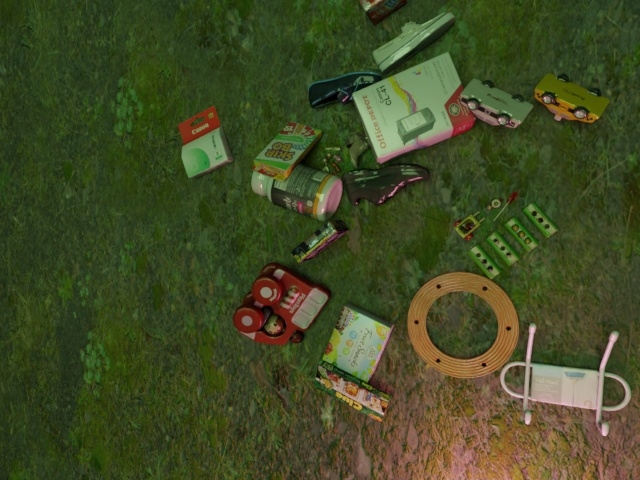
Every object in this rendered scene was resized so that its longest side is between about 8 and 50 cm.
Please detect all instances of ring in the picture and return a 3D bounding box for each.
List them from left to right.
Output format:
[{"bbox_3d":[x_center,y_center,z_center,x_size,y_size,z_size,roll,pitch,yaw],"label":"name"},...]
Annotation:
[{"bbox_3d":[0.445,0.264,1.504,0.337,0.032,0.336,1,94,20],"label":"ring"}]

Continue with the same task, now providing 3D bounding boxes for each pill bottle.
[{"bbox_3d":[-0.080,-0.177,1.596,0.279,0.162,0.162,20,100,18],"label":"pill bottle"}]

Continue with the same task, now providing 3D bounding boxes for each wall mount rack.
[{"bbox_3d":[0.705,0.384,1.364,0.351,0.130,0.303,3,94,19],"label":"wall mount rack"}]

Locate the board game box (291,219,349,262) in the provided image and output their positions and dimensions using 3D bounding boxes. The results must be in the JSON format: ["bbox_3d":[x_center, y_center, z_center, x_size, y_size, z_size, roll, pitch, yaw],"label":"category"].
[{"bbox_3d":[0.000,0.000,1.588,0.170,0.141,0.048,-39,82,17],"label":"board game box"}]

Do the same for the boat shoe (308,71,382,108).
[{"bbox_3d":[0.082,-0.481,1.562,0.259,0.109,0.088,-4,80,35],"label":"boat shoe"}]

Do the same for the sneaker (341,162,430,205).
[{"bbox_3d":[0.212,-0.179,1.534,0.287,0.109,0.130,-5,98,29],"label":"sneaker"}]

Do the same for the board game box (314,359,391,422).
[{"bbox_3d":[0.103,0.508,1.608,0.260,0.030,0.136,23,133,17],"label":"board game box"}]

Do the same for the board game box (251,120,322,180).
[{"bbox_3d":[-0.110,-0.300,1.575,0.124,0.039,0.259,22,56,19],"label":"board game box"}]

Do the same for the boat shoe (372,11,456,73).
[{"bbox_3d":[0.284,-0.632,1.482,0.268,0.096,0.088,-31,87,27],"label":"boat shoe"}]

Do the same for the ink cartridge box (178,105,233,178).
[{"bbox_3d":[-0.442,-0.367,1.773,0.181,0.056,0.224,-21,88,19],"label":"ink cartridge box"}]

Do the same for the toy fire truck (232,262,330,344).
[{"bbox_3d":[-0.142,0.240,1.654,0.254,0.169,0.302,32,105,-4],"label":"toy fire truck"}]

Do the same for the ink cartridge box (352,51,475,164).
[{"bbox_3d":[0.279,-0.393,1.449,0.307,0.131,0.225,-22,87,7],"label":"ink cartridge box"}]

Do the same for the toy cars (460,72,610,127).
[{"bbox_3d":[0.590,-0.378,1.342,0.395,0.087,0.176,-4,61,1],"label":"toy cars"}]

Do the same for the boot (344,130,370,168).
[{"bbox_3d":[0.133,-0.304,1.571,0.087,0.042,0.118,-21,77,11],"label":"boot"}]

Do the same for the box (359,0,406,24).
[{"bbox_3d":[0.152,-0.837,1.497,0.128,0.123,0.256,-29,84,19],"label":"box"}]

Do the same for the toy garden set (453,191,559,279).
[{"bbox_3d":[0.544,-0.035,1.434,0.244,0.049,0.203,-41,76,14],"label":"toy garden set"}]

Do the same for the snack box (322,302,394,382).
[{"bbox_3d":[0.126,0.340,1.600,0.175,0.070,0.206,25,102,16],"label":"snack box"}]

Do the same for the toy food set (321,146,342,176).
[{"bbox_3d":[0.039,-0.257,1.624,0.078,0.019,0.122,1,93,20],"label":"toy food set"}]
